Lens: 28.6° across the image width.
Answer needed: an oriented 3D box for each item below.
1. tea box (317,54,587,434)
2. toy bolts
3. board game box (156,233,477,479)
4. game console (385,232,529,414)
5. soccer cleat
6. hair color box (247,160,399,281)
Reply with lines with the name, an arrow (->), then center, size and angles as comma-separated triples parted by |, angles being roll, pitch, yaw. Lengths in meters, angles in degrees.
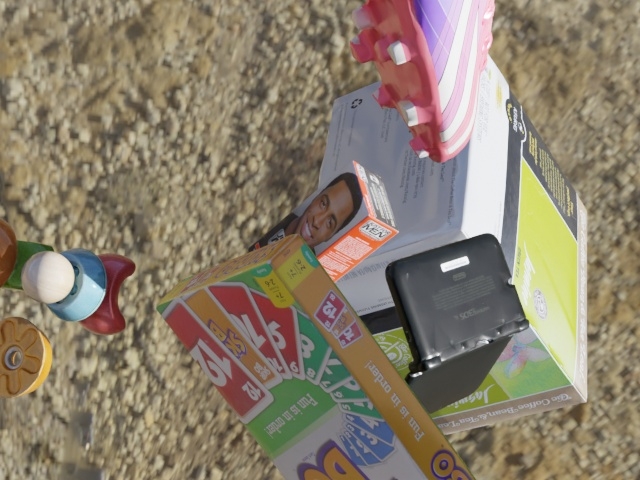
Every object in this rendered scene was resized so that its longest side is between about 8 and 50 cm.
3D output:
tea box -> 0.165, 0.004, 1.524 | 0.323, 0.220, 0.329 | 50, 35, -33
toy bolts -> -0.356, 0.075, 1.491 | 0.228, 0.158, 0.218 | -2, 77, 24
board game box -> 0.020, 0.119, 0.717 | 0.259, 0.124, 0.039 | 52, 53, -13
game console -> 0.078, 0.062, 0.849 | 0.122, 0.071, 0.107 | -16, 85, -47
soccer cleat -> 0.061, -0.135, 0.621 | 0.095, 0.248, 0.083 | -27, 49, -7
hair color box -> 0.000, 0.000, 1.137 | 0.043, 0.141, 0.072 | 29, 33, -39
